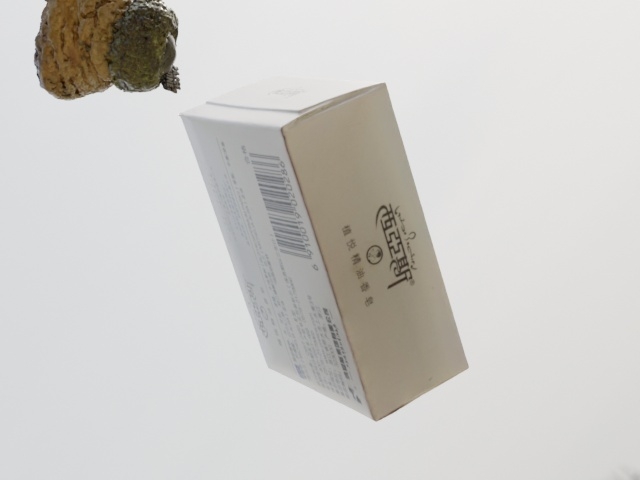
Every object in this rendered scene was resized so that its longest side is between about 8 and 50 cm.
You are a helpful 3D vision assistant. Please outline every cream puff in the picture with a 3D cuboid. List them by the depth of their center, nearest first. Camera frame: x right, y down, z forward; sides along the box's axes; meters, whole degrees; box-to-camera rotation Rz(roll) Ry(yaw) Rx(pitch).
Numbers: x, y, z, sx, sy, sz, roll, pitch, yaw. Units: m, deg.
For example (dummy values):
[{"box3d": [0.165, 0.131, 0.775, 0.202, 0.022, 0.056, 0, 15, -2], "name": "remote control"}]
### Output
[{"box3d": [-0.247, -0.244, 1.561, 0.183, 0.169, 0.183, 15, -90, -88], "name": "cream puff"}]

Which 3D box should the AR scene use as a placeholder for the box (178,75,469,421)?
[{"box3d": [0.002, -0.001, 1.132, 0.116, 0.203, 0.274, -26, -71, -24], "name": "box"}]
